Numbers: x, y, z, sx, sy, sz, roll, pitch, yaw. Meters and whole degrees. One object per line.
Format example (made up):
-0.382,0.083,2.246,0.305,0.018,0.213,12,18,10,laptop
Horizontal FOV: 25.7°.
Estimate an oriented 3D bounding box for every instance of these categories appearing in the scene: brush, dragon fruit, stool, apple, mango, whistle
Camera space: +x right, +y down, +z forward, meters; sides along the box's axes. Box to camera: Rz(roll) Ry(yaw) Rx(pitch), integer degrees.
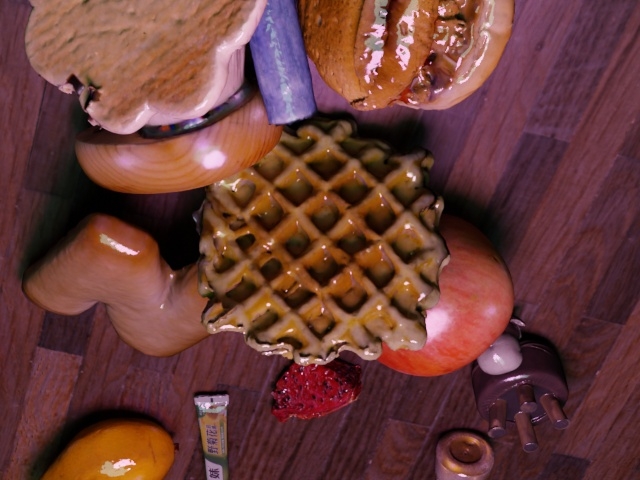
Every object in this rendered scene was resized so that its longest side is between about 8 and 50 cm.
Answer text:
-0.182,-0.153,1.572,0.266,0.174,0.166,-13,116,25,brush
-0.005,0.207,1.919,0.097,0.063,0.131,44,120,8,dragon fruit
0.258,0.186,1.862,0.125,0.121,0.217,-18,130,13,stool
0.136,0.068,1.722,0.164,0.209,0.209,34,119,-29,apple
-0.309,0.320,1.949,0.227,0.109,0.147,-28,147,18,mango
-0.060,-0.273,1.472,0.062,0.062,0.304,-11,104,7,whistle

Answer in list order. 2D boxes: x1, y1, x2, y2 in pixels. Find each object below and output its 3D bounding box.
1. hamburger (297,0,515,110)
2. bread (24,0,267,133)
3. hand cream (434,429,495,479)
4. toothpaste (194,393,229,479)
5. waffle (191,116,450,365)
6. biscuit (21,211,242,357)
0.080,-0.252,1.468,0.163,0.244,0.244,-6,130,-25,hamburger
-0.184,-0.265,1.439,0.316,0.316,0.054,-33,164,21,bread
0.198,0.364,2.024,0.083,0.084,0.203,1,134,-3,hand cream
-0.149,0.296,1.983,0.049,0.031,0.204,-1,124,-1,toothpaste
0.000,0.000,1.608,0.297,0.317,0.073,2,155,0,waffle
-0.226,0.063,1.715,0.236,0.062,0.290,25,152,-22,biscuit
